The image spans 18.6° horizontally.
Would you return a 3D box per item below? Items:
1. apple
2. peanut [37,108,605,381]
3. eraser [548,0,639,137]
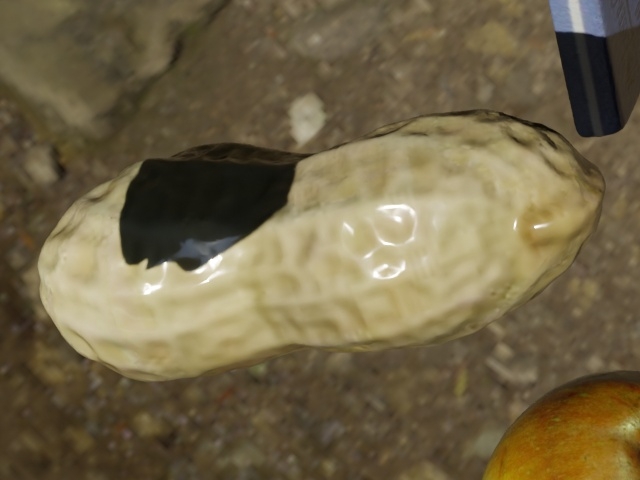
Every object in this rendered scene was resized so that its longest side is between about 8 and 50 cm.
[{"bbox_3d":[0.227,0.206,1.410,0.237,0.237,0.207,29,143,12],"label":"apple"},{"bbox_3d":[0.000,0.000,0.996,0.298,0.136,0.120,-8,123,22],"label":"peanut"},{"bbox_3d":[0.175,-0.150,1.212,0.036,0.082,0.225,15,155,22],"label":"eraser"}]
